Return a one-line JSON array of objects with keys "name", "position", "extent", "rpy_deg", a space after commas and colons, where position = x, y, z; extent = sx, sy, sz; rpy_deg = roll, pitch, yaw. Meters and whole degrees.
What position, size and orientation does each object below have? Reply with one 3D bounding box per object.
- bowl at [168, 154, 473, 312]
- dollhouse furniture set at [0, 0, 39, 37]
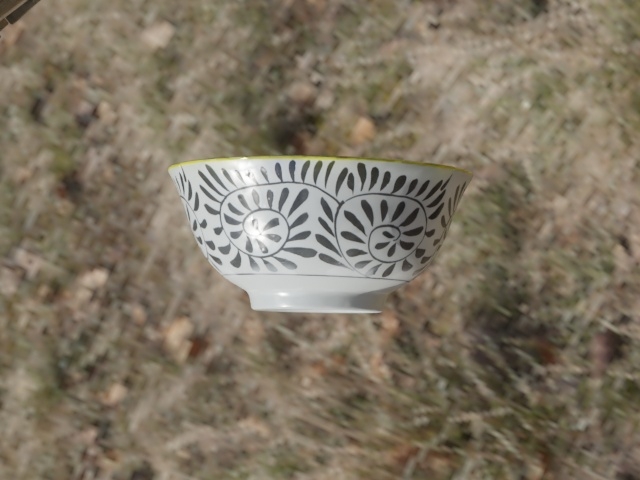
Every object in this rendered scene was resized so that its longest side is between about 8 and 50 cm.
[{"name": "bowl", "position": [0.000, 0.000, 1.061], "extent": [0.170, 0.170, 0.080], "rpy_deg": [-2, 86, 39]}, {"name": "dollhouse furniture set", "position": [-0.289, -0.160, 1.168], "extent": [0.212, 0.161, 0.242], "rpy_deg": [-46, 10, -37]}]
